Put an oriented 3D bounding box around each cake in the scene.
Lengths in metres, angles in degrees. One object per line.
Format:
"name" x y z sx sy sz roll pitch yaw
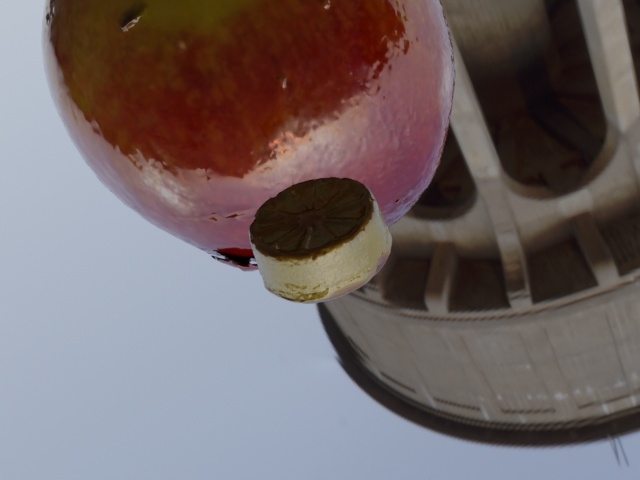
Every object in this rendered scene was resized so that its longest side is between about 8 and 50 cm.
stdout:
"cake" 0.000 0.000 0.578 0.084 0.044 0.084 -11 -142 8

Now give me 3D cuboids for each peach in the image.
"peach" -0.058 -0.151 0.865 0.370 0.370 0.370 -15 -132 17
